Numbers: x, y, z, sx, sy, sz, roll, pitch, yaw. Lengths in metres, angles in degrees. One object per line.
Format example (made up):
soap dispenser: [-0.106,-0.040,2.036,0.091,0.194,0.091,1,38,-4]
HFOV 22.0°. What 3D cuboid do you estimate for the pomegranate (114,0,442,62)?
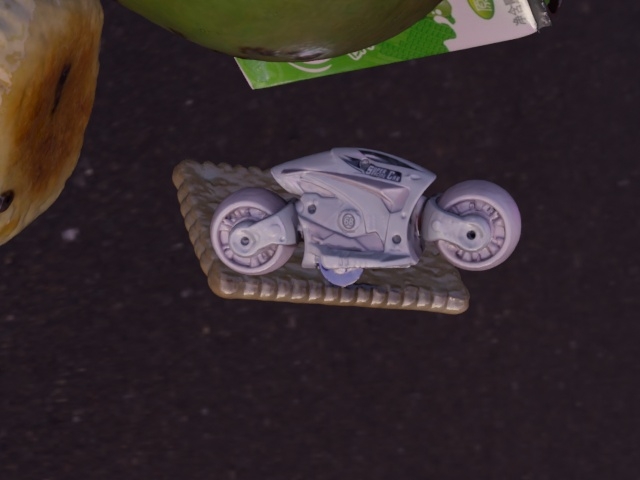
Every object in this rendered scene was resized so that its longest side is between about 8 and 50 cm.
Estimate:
pomegranate: [-0.014,-0.231,0.717,0.291,0.323,0.291,9,69,-26]

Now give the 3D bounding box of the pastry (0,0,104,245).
pastry: [-0.409,-0.170,1.691,0.313,0.388,0.388,24,64,12]

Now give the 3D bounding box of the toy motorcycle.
toy motorcycle: [0.033,-0.023,1.328,0.112,0.254,0.112,-2,90,-78]

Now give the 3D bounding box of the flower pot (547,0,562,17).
flower pot: [0.163,-0.251,1.460,0.111,0.089,0.111,2,90,-70]

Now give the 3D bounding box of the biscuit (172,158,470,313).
biscuit: [0.000,0.000,1.864,0.325,0.044,0.217,5,39,-28]

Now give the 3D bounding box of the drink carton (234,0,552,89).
drink carton: [0.037,-0.220,1.222,0.161,0.271,0.108,61,37,-31]
